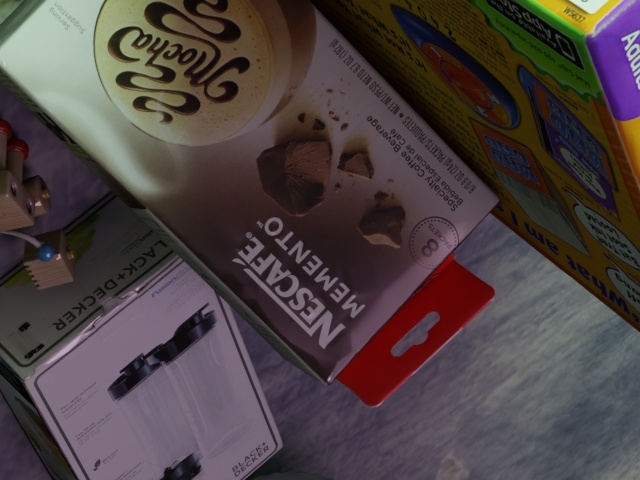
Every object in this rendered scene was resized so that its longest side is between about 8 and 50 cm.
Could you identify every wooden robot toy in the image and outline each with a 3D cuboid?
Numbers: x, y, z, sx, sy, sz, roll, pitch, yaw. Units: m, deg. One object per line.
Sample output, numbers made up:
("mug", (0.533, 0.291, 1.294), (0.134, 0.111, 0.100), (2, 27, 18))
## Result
("wooden robot toy", (-0.229, -0.027, 1.291), (0.079, 0.076, 0.173), (-16, 146, 11))

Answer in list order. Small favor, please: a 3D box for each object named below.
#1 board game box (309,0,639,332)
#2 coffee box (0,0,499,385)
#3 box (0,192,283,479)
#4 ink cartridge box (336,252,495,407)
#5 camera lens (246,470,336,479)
("board game box", (0.208, -0.206, 1.170), (0.356, 0.356, 0.356), (-42, 142, -8))
("coffee box", (-0.054, -0.071, 1.243), (0.168, 0.119, 0.297), (-46, 105, -7))
("box", (-0.142, 0.108, 1.478), (0.169, 0.087, 0.290), (-40, 145, -16))
("ink cartridge box", (0.000, 0.000, 1.412), (0.134, 0.231, 0.078), (-42, 145, -14))
("camera lens", (-0.008, 0.360, 1.751), (0.219, 0.219, 0.274), (-40, 145, -17))
